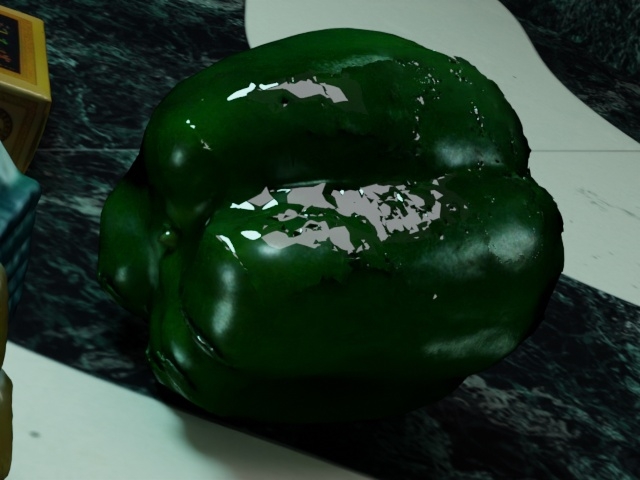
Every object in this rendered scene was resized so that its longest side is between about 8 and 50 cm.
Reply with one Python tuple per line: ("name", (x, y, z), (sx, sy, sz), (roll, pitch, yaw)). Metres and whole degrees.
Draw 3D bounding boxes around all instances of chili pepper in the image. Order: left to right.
("chili pepper", (0.000, 0.000, 0.929), (0.257, 0.248, 0.233), (-7, 50, -38))

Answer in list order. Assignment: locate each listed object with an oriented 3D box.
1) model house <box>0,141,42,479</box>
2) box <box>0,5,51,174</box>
("model house", (-0.227, 0.015, 0.664), (0.291, 0.253, 0.184), (57, 26, -23))
("box", (-0.343, -0.149, 1.099), (0.274, 0.076, 0.174), (17, 24, -20))
